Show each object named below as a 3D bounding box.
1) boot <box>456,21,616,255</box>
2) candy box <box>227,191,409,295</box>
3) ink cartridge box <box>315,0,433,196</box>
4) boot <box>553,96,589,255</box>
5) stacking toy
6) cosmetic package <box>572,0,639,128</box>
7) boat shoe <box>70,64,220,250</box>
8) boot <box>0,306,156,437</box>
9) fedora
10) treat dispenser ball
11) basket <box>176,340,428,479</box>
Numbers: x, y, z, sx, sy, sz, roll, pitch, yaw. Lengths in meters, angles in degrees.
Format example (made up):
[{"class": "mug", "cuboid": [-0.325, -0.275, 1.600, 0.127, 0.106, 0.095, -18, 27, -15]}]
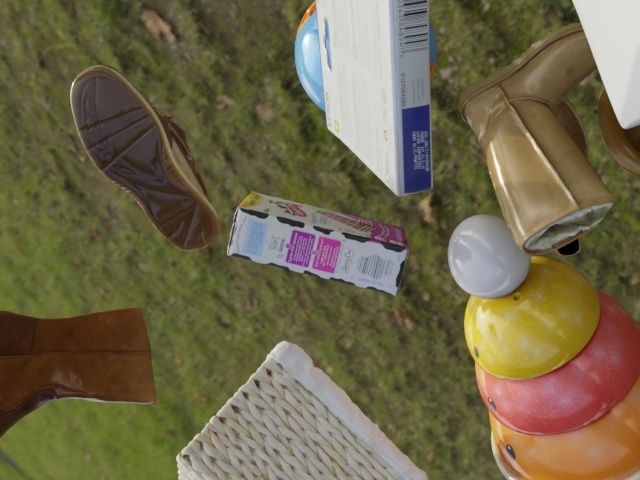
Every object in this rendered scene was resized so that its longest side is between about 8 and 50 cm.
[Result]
[{"class": "boot", "cuboid": [0.323, -0.138, 1.283, 0.089, 0.236, 0.269, 39, -155, -47]}, {"class": "candy box", "cuboid": [0.000, 0.000, 1.335, 0.233, 0.071, 0.159, 13, -169, 0]}, {"class": "ink cartridge box", "cuboid": [0.078, -0.276, 1.473, 0.330, 0.071, 0.324, -125, 26, -59]}, {"class": "boot", "cuboid": [0.414, -0.110, 1.665, 0.112, 0.115, 0.305, -10, 122, 14]}, {"class": "stacking toy", "cuboid": [0.333, 0.139, 1.481, 0.351, 0.350, 0.480, 5, 139, 53]}, {"class": "cosmetic package", "cuboid": [0.440, -0.336, 0.889, 0.329, 0.394, 0.327, 2, -112, -84]}, {"class": "boat shoe", "cuboid": [-0.269, -0.141, 1.526, 0.342, 0.123, 0.123, 54, -163, -29]}, {"class": "boot", "cuboid": [-0.367, 0.222, 1.327, 0.096, 0.280, 0.264, -41, 53, 53]}, {"class": "fedora", "cuboid": [0.487, -0.178, 1.433, 0.194, 0.194, 0.079, 44, 172, 1]}, {"class": "treat dispenser ball", "cuboid": [0.091, -0.380, 1.953, 0.288, 0.288, 0.288, 34, 152, 21]}, {"class": "basket", "cuboid": [-0.046, 0.397, 1.613, 0.331, 0.266, 0.328, 44, 159, 11]}]
